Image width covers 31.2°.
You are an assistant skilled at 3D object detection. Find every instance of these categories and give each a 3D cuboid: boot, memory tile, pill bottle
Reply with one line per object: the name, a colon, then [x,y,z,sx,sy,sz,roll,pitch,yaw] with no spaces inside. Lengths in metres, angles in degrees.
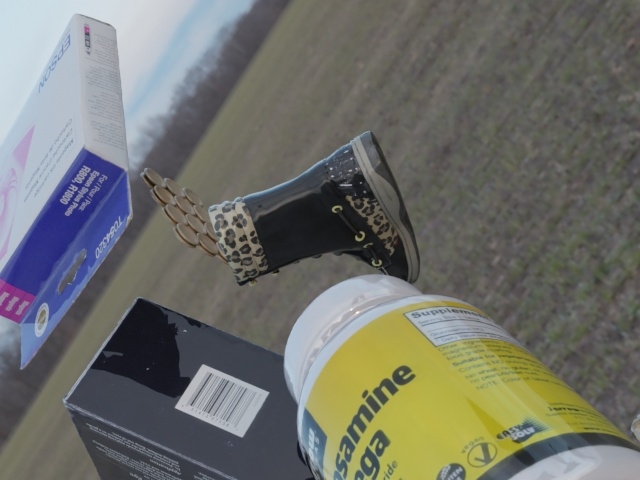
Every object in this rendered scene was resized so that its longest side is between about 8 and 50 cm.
boot: [-0.001,-0.002,1.142,0.178,0.085,0.236,-22,-32,0]
memory tile: [-0.171,-0.030,1.480,0.012,0.113,0.148,-45,52,14]
pill bottle: [0.096,0.155,0.832,0.188,0.188,0.334,-56,32,7]

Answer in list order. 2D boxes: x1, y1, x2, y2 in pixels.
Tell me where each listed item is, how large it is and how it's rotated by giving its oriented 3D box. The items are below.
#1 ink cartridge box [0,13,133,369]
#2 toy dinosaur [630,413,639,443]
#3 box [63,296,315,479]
ink cartridge box: [-0.343,-0.062,1.447,0.324,0.071,0.330,-48,38,36]
toy dinosaur: [0.227,0.062,0.477,0.112,0.211,0.064,-104,2,-46]
box: [-0.114,0.278,1.485,0.179,0.343,0.312,-58,-21,-32]
